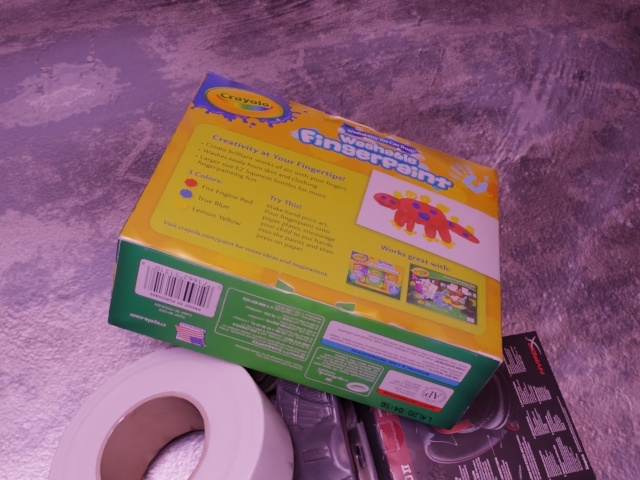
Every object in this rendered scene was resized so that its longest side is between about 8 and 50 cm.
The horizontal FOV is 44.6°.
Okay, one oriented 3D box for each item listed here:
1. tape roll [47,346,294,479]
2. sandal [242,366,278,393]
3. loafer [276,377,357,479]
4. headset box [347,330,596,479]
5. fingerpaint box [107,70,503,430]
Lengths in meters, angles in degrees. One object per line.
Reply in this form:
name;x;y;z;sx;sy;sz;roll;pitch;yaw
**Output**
tape roll;-0.180;0.270;0.940;0.286;0.100;0.286;-14;46;15
sandal;-0.086;0.090;1.140;0.086;0.120;0.302;23;44;-37
loafer;0.008;0.303;1.006;0.109;0.095;0.302;-10;76;19
headset box;0.180;0.261;1.050;0.293;0.110;0.218;-9;59;-12
fingerpaint box;0.000;0.000;1.028;0.445;0.163;0.371;18;42;-5
